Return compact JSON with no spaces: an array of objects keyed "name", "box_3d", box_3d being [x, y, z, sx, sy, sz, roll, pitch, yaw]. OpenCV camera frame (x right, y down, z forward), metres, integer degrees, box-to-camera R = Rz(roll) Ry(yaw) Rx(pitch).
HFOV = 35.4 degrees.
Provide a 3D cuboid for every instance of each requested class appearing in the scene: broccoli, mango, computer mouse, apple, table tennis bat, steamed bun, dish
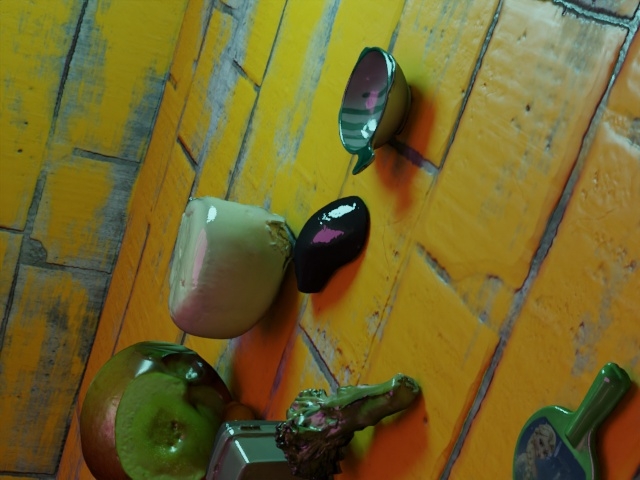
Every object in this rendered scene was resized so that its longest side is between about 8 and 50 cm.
[{"name":"broccoli","box_3d":[0.052,0.298,1.675,0.304,0.145,0.165,-39,6,42]},{"name":"mango","box_3d":[-0.184,0.404,2.191,0.161,0.076,0.103,-128,56,-71]},{"name":"computer mouse","box_3d":[0.000,0.000,1.958,0.264,0.088,0.147,128,147,-51]},{"name":"apple","box_3d":[-0.364,0.420,2.318,0.384,0.374,0.374,24,103,35]},{"name":"table tennis bat","box_3d":[0.304,0.253,1.223,0.160,0.039,0.257,-114,39,-50]},{"name":"steamed bun","box_3d":[-0.197,0.064,2.183,0.334,0.233,0.312,-150,70,-74]},{"name":"dish","box_3d":[0.108,-0.233,1.817,0.224,0.078,0.246,-37,46,57]}]

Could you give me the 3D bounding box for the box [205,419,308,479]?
[{"name":"box","box_3d":[-0.092,0.411,1.825,0.129,0.210,0.148,49,125,53]}]
